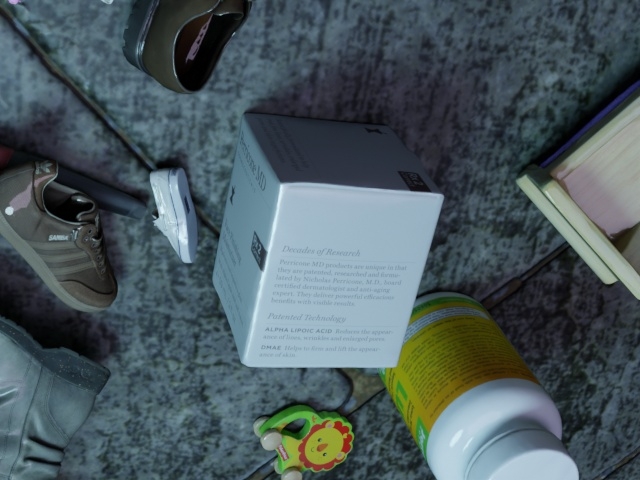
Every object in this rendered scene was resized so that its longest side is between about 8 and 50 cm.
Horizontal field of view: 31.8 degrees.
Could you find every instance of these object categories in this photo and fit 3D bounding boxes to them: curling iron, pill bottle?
[{"bbox_3d":[-0.278,-0.060,0.966,0.274,0.035,0.068,12,136,-30],"label":"curling iron"},{"bbox_3d":[0.154,0.169,1.118,0.136,0.246,0.136,-8,122,-14],"label":"pill bottle"}]

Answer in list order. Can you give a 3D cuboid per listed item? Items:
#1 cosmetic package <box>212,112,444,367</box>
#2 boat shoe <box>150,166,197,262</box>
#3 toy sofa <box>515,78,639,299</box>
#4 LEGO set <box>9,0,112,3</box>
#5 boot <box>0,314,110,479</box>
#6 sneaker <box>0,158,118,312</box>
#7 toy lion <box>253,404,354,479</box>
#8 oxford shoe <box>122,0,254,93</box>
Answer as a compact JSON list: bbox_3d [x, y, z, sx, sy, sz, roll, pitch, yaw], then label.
[{"bbox_3d":[0.000,0.000,1.022,0.151,0.151,0.184,2,118,-19],"label":"cosmetic package"},{"bbox_3d":[-0.137,-0.023,1.037,0.035,0.035,0.100,1,127,12],"label":"boat shoe"},{"bbox_3d":[0.375,-0.124,1.098,0.362,0.177,0.150,-42,99,8],"label":"toy sofa"},{"bbox_3d":[-0.270,-0.263,0.829,0.287,0.107,0.132,36,69,-27],"label":"LEGO set"},{"bbox_3d":[-0.313,0.144,1.002,0.246,0.083,0.161,34,73,-33],"label":"boot"},{"bbox_3d":[-0.214,0.000,0.977,0.071,0.066,0.188,-23,143,11],"label":"sneaker"},{"bbox_3d":[-0.013,0.216,1.223,0.096,0.034,0.100,-30,124,-8],"label":"toy lion"},{"bbox_3d":[-0.078,-0.220,0.889,0.083,0.096,0.227,-6,125,-43],"label":"oxford shoe"}]
